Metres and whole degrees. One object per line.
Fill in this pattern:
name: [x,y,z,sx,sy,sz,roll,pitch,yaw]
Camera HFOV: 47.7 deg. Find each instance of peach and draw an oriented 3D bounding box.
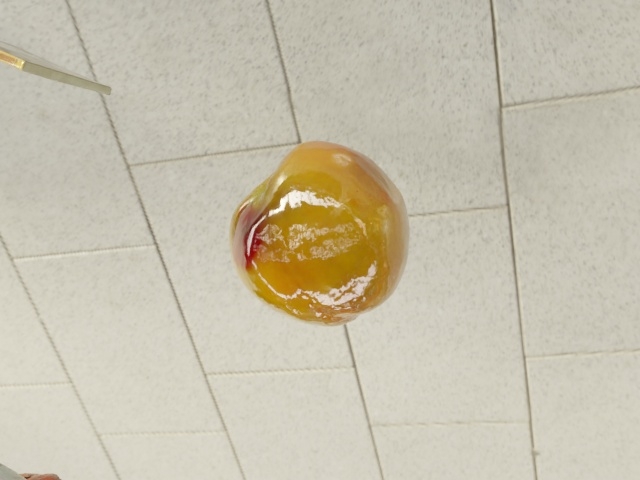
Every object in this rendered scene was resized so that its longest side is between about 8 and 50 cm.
peach: [0.000,0.000,0.547,0.138,0.138,0.138,5,121,9]

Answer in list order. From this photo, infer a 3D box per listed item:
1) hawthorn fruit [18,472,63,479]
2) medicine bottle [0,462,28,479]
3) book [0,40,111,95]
hawthorn fruit: [-0.482,0.538,1.146,0.275,0.307,0.276,6,113,14]
medicine bottle: [-0.293,0.360,0.740,0.273,0.165,0.165,26,124,15]
book: [-0.328,-0.200,0.791,0.172,0.118,0.012,26,101,28]
